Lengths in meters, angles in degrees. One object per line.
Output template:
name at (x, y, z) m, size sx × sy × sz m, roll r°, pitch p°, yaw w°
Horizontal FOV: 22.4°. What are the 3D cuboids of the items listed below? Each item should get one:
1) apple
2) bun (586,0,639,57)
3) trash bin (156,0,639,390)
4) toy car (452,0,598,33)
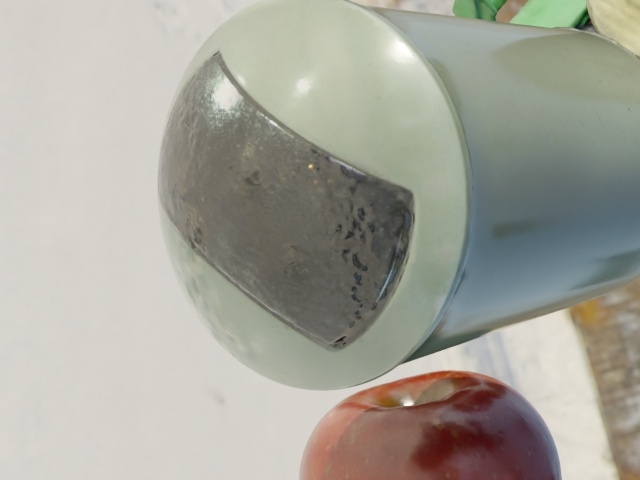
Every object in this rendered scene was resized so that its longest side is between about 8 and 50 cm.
apple at (0.112, 0.247, 1.600) m, size 0.260 × 0.260 × 0.217 m, roll -83°, pitch 164°, yaw -78°
bun at (0.350, -0.250, 1.470) m, size 0.229 × 0.145 × 0.230 m, roll -7°, pitch -98°, yaw 57°
trash bin at (0.079, -0.046, 1.254) m, size 0.432 × 0.280 × 0.280 m, roll -8°, pitch 81°, yaw -51°
toy car at (0.247, -0.140, 1.786) m, size 0.213 × 0.176 × 0.359 m, roll -51°, pitch 152°, yaw -37°
